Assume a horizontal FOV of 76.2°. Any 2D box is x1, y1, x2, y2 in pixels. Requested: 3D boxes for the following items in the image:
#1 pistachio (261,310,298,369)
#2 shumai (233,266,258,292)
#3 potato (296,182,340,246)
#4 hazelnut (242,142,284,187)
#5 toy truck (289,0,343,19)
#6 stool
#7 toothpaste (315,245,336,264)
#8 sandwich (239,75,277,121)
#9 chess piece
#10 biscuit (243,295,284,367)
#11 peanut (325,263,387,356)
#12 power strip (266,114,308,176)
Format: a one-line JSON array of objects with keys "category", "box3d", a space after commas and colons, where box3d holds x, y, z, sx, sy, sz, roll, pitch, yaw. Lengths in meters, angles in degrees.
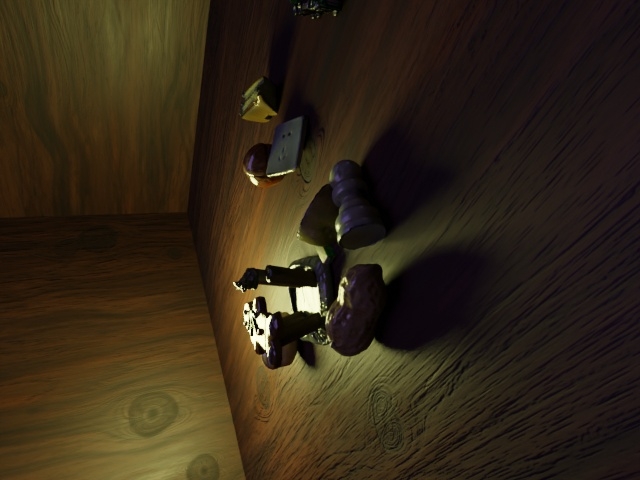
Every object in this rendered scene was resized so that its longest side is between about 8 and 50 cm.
[{"category": "pistachio", "box3d": [-0.164, 0.398, 1.633, 0.157, 0.157, 0.230, -9, 74, 63]}, {"category": "shumai", "box3d": [-0.249, 0.131, 1.349, 0.083, 0.080, 0.082, 154, 112, -62]}, {"category": "potato", "box3d": [0.026, -0.060, 1.221, 0.117, 0.182, 0.202, 36, 124, 14]}, {"category": "hazelnut", "box3d": [-0.232, -0.306, 1.637, 0.182, 0.182, 0.182, 15, 107, 62]}, {"category": "toy truck", "box3d": [-0.012, -0.749, 1.241, 0.259, 0.088, 0.121, 43, 131, 55]}, {"category": "stool", "box3d": [-0.112, 0.216, 1.423, 0.310, 0.226, 0.310, -16, 78, 62]}, {"category": "toothpaste", "box3d": [0.000, 0.000, 1.375, 0.178, 0.037, 0.043, 65, 148, 35]}, {"category": "sandwich", "box3d": [-0.238, -0.577, 1.671, 0.235, 0.128, 0.122, 1, 91, 62]}, {"category": "chess piece", "box3d": [0.084, -0.111, 1.109, 0.133, 0.133, 0.243, 126, 137, -52]}, {"category": "biscuit", "box3d": [-0.191, 0.277, 1.295, 0.301, 0.049, 0.197, 23, 111, 61]}, {"category": "peanut", "box3d": [0.093, 0.184, 1.094, 0.140, 0.153, 0.325, 52, 145, 41]}, {"category": "power strip", "box3d": [-0.108, -0.335, 1.496, 0.198, 0.064, 0.213, 2, 80, 49]}]
